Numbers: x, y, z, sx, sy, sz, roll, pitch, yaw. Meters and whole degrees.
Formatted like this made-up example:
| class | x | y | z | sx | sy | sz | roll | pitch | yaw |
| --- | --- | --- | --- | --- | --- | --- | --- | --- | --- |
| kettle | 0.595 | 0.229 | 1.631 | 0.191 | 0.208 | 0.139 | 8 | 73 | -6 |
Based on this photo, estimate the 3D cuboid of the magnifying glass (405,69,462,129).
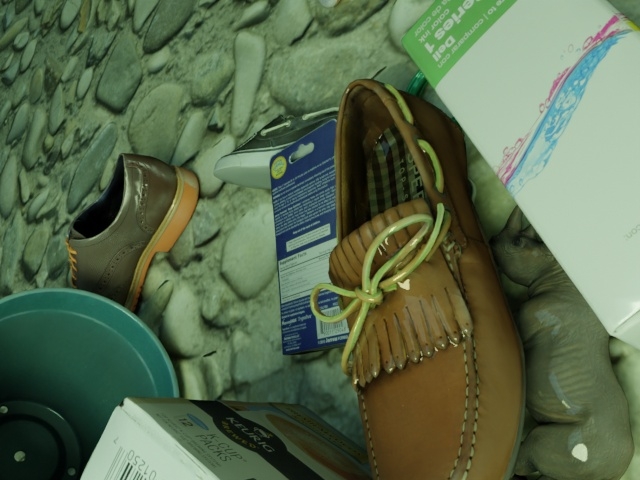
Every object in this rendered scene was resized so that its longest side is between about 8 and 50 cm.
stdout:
| class | x | y | z | sx | sy | sz | roll | pitch | yaw |
| --- | --- | --- | --- | --- | --- | --- | --- | --- | --- |
| magnifying glass | 0.174 | -0.187 | 0.688 | 0.231 | 0.026 | 0.092 | -40 | 48 | 29 |

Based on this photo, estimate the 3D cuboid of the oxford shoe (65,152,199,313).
| class | x | y | z | sx | sy | sz | roll | pitch | yaw |
| --- | --- | --- | --- | --- | --- | --- | --- | --- | --- |
| oxford shoe | -0.327 | 0.030 | 1.011 | 0.130 | 0.132 | 0.364 | 41 | 103 | 46 |

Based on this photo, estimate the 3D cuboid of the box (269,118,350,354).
| class | x | y | z | sx | sy | sz | roll | pitch | yaw |
| --- | --- | --- | --- | --- | --- | --- | --- | --- | --- |
| box | 0.000 | 0.000 | 0.722 | 0.136 | 0.036 | 0.225 | -22 | 70 | 52 |

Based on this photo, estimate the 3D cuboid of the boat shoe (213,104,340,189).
| class | x | y | z | sx | sy | sz | roll | pitch | yaw |
| --- | --- | --- | --- | --- | --- | --- | --- | --- | --- |
| boat shoe | -0.037 | -0.112 | 0.832 | 0.219 | 0.077 | 0.070 | -7 | 68 | 35 |

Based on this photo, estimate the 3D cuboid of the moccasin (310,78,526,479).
| class | x | y | z | sx | sy | sz | roll | pitch | yaw |
| --- | --- | --- | --- | --- | --- | --- | --- | --- | --- |
| moccasin | 0.063 | 0.019 | 0.527 | 0.139 | 0.147 | 0.380 | -29 | 45 | 39 |

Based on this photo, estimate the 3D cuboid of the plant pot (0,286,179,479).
| class | x | y | z | sx | sy | sz | roll | pitch | yaw |
| --- | --- | --- | --- | --- | --- | --- | --- | --- | --- |
| plant pot | -0.353 | 0.240 | 0.871 | 0.255 | 0.271 | 0.272 | -46 | 44 | 42 |

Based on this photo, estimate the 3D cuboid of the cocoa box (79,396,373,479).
| class | x | y | z | sx | sy | sz | roll | pitch | yaw |
| --- | --- | --- | --- | --- | --- | --- | --- | --- | --- |
| cocoa box | 0.002 | 0.288 | 0.447 | 0.347 | 0.228 | 0.231 | 29 | 94 | 33 |

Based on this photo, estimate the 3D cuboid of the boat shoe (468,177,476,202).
| class | x | y | z | sx | sy | sz | roll | pitch | yaw |
| --- | --- | --- | --- | --- | --- | --- | --- | --- | --- |
| boat shoe | 0.098 | -0.017 | 0.675 | 0.125 | 0.038 | 0.046 | -45 | 46 | 22 |

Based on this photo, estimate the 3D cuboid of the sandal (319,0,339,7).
| class | x | y | z | sx | sy | sz | roll | pitch | yaw |
| --- | --- | --- | --- | --- | --- | --- | --- | --- | --- |
| sandal | 0.053 | -0.433 | 0.889 | 0.102 | 0.076 | 0.265 | -137 | 55 | -61 |

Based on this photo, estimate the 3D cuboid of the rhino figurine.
| class | x | y | z | sx | sy | sz | roll | pitch | yaw |
| --- | --- | --- | --- | --- | --- | --- | --- | --- | --- |
| rhino figurine | 0.175 | 0.076 | 0.533 | 0.106 | 0.073 | 0.243 | -24 | 55 | 41 |

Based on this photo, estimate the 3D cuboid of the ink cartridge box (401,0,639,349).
| class | x | y | z | sx | sy | sz | roll | pitch | yaw |
| --- | --- | --- | --- | --- | --- | --- | --- | --- | --- |
| ink cartridge box | 0.202 | -0.055 | 0.466 | 0.117 | 0.201 | 0.278 | -43 | 47 | 23 |
